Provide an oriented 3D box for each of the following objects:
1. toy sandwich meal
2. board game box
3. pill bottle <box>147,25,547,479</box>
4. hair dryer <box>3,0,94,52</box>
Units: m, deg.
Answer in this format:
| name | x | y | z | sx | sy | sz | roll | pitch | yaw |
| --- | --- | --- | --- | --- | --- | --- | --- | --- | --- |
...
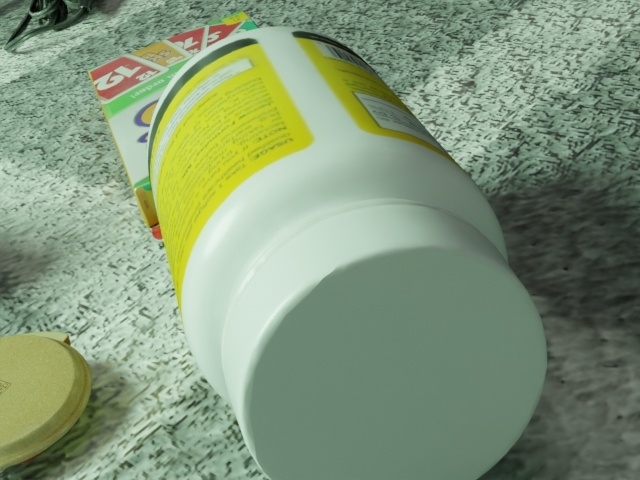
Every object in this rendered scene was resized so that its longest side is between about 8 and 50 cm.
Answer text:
| name | x | y | z | sx | sy | sz | roll | pitch | yaw |
| --- | --- | --- | --- | --- | --- | --- | --- | --- | --- |
| toy sandwich meal | -0.135 | 0.072 | 0.461 | 0.085 | 0.029 | 0.085 | -6 | 38 | 4 |
| board game box | -0.072 | -0.082 | 0.684 | 0.124 | 0.039 | 0.259 | -23 | 32 | -7 |
| pill bottle | 0.000 | 0.000 | 0.415 | 0.119 | 0.119 | 0.208 | -20 | 29 | -4 |
| hair dryer | -0.241 | -0.272 | 1.084 | 0.223 | 0.080 | 0.293 | 26 | 55 | 31 |
